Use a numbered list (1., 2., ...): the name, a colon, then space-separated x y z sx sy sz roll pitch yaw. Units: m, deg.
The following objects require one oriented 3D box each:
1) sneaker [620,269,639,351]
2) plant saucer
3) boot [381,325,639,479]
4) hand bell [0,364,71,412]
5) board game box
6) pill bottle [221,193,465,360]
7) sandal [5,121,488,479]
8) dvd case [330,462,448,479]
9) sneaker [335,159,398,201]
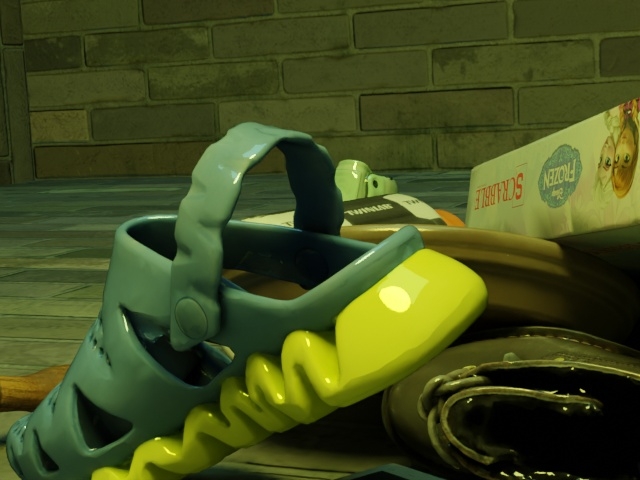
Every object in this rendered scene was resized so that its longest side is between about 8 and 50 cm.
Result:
1. sneaker: 0.176 0.037 0.887 0.235 0.084 0.097 7 -15 -13
2. plant saucer: 0.060 0.055 0.778 0.278 0.041 0.278 3 -19 1
3. boot: 0.104 0.077 0.555 0.263 0.091 0.229 1 -8 31
4. hand bell: -0.213 0.099 0.807 0.126 0.126 0.242 2 -2 35
5. board game box: 0.278 -0.014 0.723 0.318 0.065 0.319 6 -4 -9
6. pill bottle: 0.031 0.029 1.037 0.130 0.130 0.246 3 10 40
7. sandal: -0.063 0.044 0.635 0.317 0.138 0.126 -32 -2 36
8. dvd case: 0.003 0.149 0.512 0.239 0.029 0.179 -9 10 -38
9. sneaker: 0.000 0.000 1.204 0.094 0.151 0.256 3 10 29
